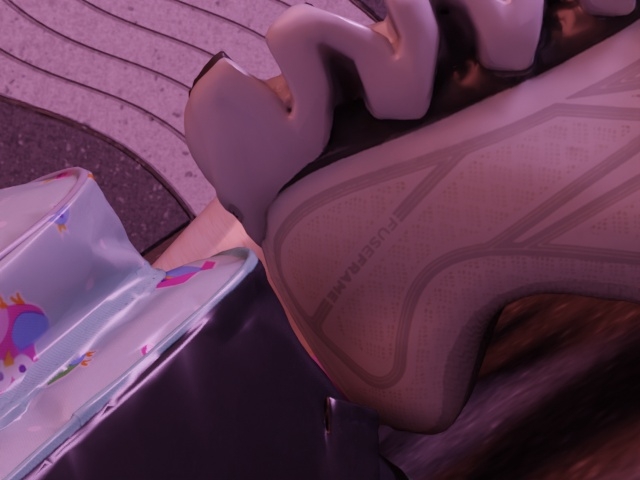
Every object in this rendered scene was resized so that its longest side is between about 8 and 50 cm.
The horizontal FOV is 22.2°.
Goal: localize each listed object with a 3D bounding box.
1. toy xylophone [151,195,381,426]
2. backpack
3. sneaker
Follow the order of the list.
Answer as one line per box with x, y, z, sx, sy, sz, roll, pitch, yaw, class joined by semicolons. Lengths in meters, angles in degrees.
0.000;0.000;0.613;0.236;0.081;0.322;-46;4;18;toy xylophone
-0.098;0.080;0.399;0.188;0.144;0.166;-33;11;44;backpack
0.115;-0.046;0.419;0.292;0.118;0.110;-25;-9;11;sneaker
